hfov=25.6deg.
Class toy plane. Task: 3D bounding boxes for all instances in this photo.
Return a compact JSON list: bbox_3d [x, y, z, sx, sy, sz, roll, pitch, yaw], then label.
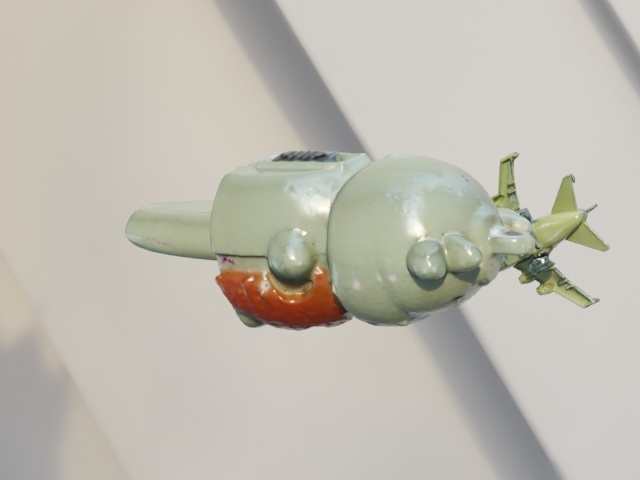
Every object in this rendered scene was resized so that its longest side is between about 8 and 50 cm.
[{"bbox_3d":[0.124,0.001,0.851,0.040,0.102,0.111,-23,-5,-44],"label":"toy plane"}]

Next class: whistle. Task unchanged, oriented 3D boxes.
[{"bbox_3d":[-0.001,-0.001,0.766,0.253,0.106,0.102,4,-14,32],"label":"whistle"}]
